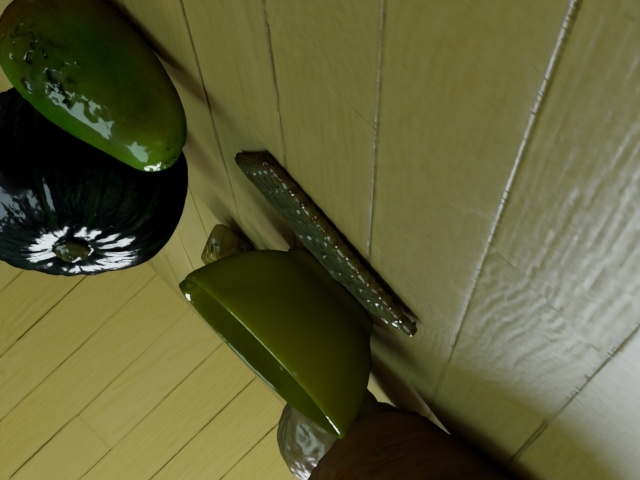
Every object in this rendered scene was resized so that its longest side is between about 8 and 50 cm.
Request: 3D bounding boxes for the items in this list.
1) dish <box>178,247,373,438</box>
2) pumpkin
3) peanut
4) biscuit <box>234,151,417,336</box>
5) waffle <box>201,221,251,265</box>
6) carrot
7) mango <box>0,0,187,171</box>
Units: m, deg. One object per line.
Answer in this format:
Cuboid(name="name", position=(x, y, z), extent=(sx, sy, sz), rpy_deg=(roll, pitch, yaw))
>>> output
Cuboid(name="dish", position=(-0.029, 0.080, 1.886), extent=(0.221, 0.108, 0.262), rpy_deg=(48, 171, -11))
Cuboid(name="pumpkin", position=(-0.262, -0.092, 1.967), extent=(0.248, 0.248, 0.248), rpy_deg=(46, 172, 8))
Cuboid(name="peanut", position=(0.037, 0.234, 2.147), extent=(0.149, 0.149, 0.313), rpy_deg=(42, 177, 29))
Cuboid(name="biscuit", position=(0.001, -0.001, 1.655), extent=(0.203, 0.016, 0.144), rpy_deg=(49, 172, -12))
Cuboid(name="waffle", position=(-0.045, 0.082, 2.197), extent=(0.250, 0.056, 0.261), rpy_deg=(47, 170, -2))
Cuboid(name="carrot", position=(0.118, 0.312, 1.892), extent=(0.224, 0.224, 0.341), rpy_deg=(51, 178, -29))
Cuboid(name="mango", position=(-0.197, -0.144, 1.652), extent=(0.233, 0.111, 0.125), rpy_deg=(40, 175, 33))
